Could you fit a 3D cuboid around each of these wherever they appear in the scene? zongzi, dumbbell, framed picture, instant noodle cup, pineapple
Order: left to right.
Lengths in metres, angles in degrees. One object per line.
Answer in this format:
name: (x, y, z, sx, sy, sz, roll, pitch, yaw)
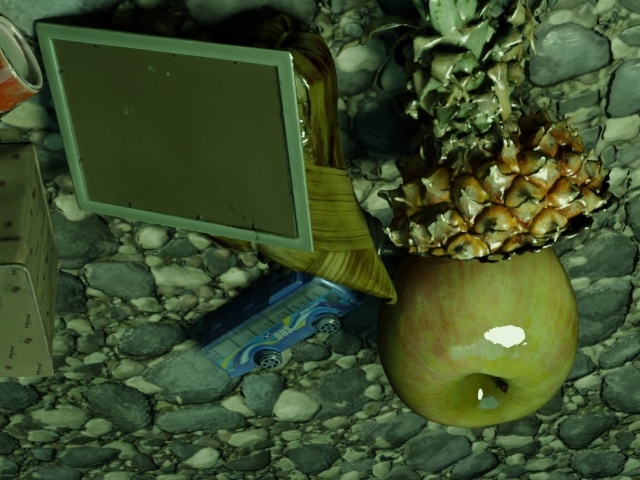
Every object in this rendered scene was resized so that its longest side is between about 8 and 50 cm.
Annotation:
instant noodle cup: (-0.360, -0.159, 1.226, 0.135, 0.127, 0.127, -26, 137, 9)
framed picture: (-0.146, -0.109, 1.250, 0.296, 0.019, 0.232, 11, 127, 22)
dumbbell: (0.000, 0.000, 1.471, 0.208, 0.099, 0.099, 8, 138, -14)
zongzi: (0.005, -0.071, 1.305, 0.288, 0.134, 0.286, 30, 134, -1)
pineapple: (0.159, -0.150, 1.254, 0.262, 0.262, 0.272, -13, 116, 8)

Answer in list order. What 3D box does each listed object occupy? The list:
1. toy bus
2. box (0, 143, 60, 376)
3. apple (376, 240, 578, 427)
toy bus: (-0.053, 0.097, 1.596, 0.236, 0.079, 0.094, -34, 131, 29)
box: (-0.457, 0.031, 1.381, 0.297, 0.190, 0.225, -2, 141, -3)
apple: (0.191, 0.095, 1.504, 0.256, 0.234, 0.257, -5, 142, -4)
